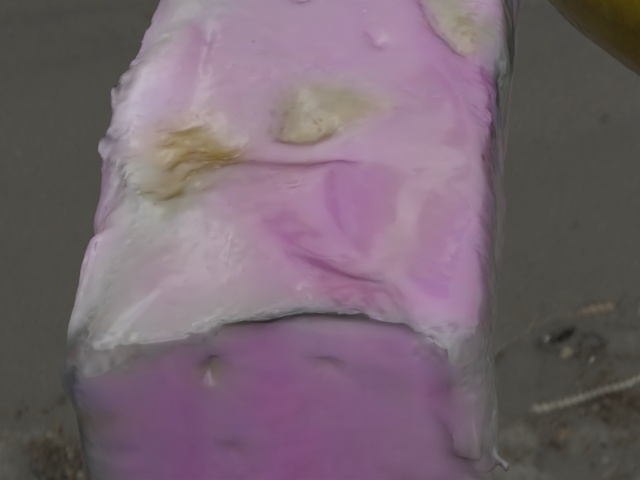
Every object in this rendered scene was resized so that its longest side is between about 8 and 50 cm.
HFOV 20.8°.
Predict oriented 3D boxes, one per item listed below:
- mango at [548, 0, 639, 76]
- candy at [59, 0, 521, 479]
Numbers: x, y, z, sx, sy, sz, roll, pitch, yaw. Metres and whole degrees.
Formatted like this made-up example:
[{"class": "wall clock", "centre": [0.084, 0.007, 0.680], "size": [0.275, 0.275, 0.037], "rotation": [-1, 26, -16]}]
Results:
[{"class": "mango", "centre": [0.171, -0.125, 0.843], "size": [0.137, 0.098, 0.195], "rotation": [20, 13, -39]}, {"class": "candy", "centre": [0.000, 0.000, 0.531], "size": [0.115, 0.155, 0.265], "rotation": [5, 38, 4]}]
